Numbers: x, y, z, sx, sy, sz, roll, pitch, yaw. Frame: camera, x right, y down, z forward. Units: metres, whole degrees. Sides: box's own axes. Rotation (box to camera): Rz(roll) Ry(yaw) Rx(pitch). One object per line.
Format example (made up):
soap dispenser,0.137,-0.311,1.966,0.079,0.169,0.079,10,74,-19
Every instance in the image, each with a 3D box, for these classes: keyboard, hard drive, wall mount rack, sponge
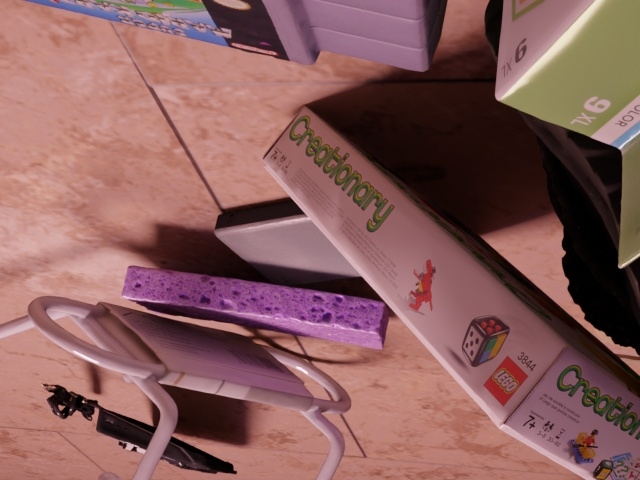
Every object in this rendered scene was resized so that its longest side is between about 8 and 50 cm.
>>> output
keyboard,-0.194,0.212,1.207,0.201,0.033,0.317,25,168,7
hard drive,0.000,0.000,0.857,0.135,0.022,0.094,-9,146,32
wall mount rack,-0.151,0.127,0.995,0.350,0.130,0.304,21,-171,-46
sponge,-0.049,0.056,0.931,0.210,0.031,0.117,9,170,5

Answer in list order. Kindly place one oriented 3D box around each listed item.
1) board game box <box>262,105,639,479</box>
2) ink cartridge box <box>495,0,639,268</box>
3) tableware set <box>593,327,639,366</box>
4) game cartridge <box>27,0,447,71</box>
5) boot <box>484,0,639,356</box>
board game box,0.098,0.040,0.661,0.193,0.053,0.305,33,-171,-36
ink cartridge box,0.120,-0.108,0.421,0.062,0.209,0.109,18,151,-14
tableware set,0.297,0.051,0.834,0.194,0.039,0.128,7,140,-5
game cartridge,-0.123,-0.157,0.469,0.355,0.068,0.230,14,168,9
boot,0.210,0.031,0.554,0.131,0.348,0.260,-25,139,6
